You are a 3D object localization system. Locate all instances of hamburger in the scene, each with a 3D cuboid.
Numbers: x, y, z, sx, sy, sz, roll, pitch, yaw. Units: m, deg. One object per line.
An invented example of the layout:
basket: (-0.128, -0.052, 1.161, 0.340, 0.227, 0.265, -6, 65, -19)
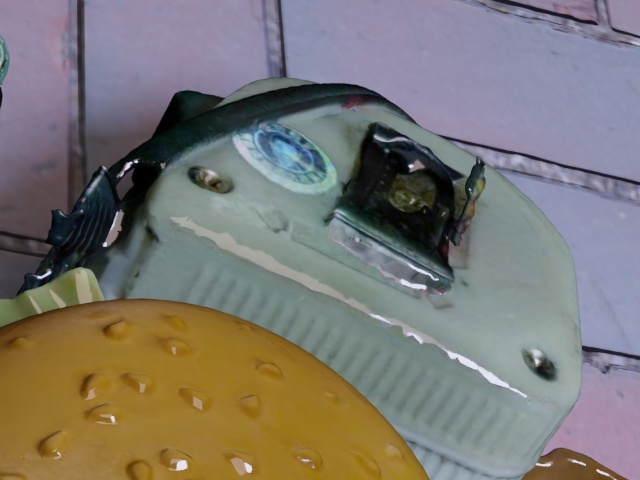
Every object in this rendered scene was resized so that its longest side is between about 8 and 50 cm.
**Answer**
hamburger: (-0.073, 0.146, 0.683, 0.274, 0.212, 0.274, 16, 53, -22)

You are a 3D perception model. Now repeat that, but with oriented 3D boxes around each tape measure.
tape measure: (0.000, 0.000, 0.866, 0.235, 0.115, 0.207, 26, 32, -10)

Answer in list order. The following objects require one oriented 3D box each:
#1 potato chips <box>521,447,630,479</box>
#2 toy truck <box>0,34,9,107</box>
potato chips: (0.127, 0.186, 0.889, 0.202, 0.049, 0.150, 38, 50, -6)
toy truck: (-0.211, -0.094, 0.863, 0.154, 0.080, 0.078, 41, 75, -1)
